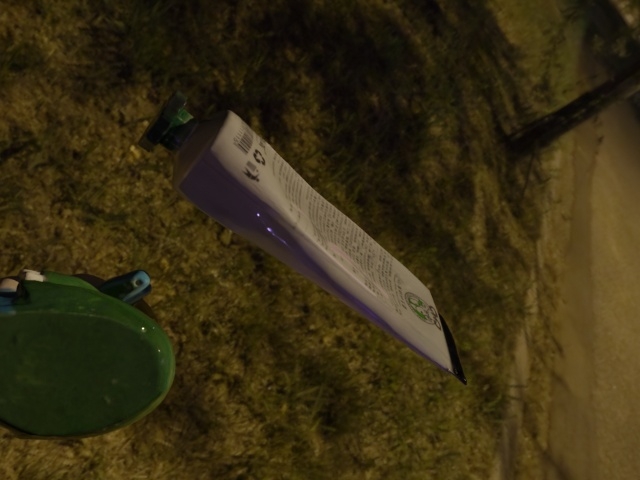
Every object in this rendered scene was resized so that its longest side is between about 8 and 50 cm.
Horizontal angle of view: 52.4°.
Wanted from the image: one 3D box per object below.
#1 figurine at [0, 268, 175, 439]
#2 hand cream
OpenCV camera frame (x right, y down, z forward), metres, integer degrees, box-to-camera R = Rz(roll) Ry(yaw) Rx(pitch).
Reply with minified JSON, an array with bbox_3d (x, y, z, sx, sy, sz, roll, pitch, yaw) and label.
[{"bbox_3d":[-0.205,0.079,0.488,0.185,0.234,0.128,4,93,-21],"label":"figurine"},{"bbox_3d":[0.000,0.000,0.553,0.336,0.076,0.121,37,25,-21],"label":"hand cream"}]
